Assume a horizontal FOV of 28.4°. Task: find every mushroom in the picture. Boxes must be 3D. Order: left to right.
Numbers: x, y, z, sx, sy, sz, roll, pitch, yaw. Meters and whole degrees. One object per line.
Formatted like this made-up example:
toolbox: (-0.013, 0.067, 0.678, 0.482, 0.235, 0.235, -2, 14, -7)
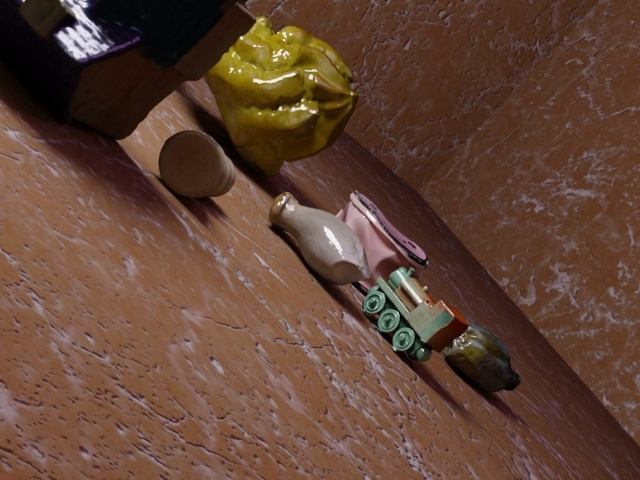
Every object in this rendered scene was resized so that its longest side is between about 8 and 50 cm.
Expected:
mushroom: (-0.001, 0.001, 2.042, 0.212, 0.088, 0.097, 41, 40, 24)

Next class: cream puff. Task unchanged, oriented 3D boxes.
cream puff: (-0.071, -0.292, 2.356, 0.324, 0.257, 0.291, -96, 166, -73)

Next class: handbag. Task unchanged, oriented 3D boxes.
handbag: (0.097, 0.019, 2.282, 0.205, 0.116, 0.179, 44, 8, 8)

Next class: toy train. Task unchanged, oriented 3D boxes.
toy train: (0.149, 0.116, 2.055, 0.074, 0.118, 0.176, 37, 12, -48)

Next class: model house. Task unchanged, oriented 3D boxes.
model house: (-0.268, -0.309, 1.601, 0.245, 0.312, 0.280, 49, 8, 15)

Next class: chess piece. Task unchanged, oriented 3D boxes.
chess piece: (-0.166, -0.105, 1.809, 0.094, 0.094, 0.170, 44, 6, 7)

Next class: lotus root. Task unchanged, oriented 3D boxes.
lotus root: (0.301, 0.223, 2.330, 0.192, 0.088, 0.113, 39, 26, -33)
